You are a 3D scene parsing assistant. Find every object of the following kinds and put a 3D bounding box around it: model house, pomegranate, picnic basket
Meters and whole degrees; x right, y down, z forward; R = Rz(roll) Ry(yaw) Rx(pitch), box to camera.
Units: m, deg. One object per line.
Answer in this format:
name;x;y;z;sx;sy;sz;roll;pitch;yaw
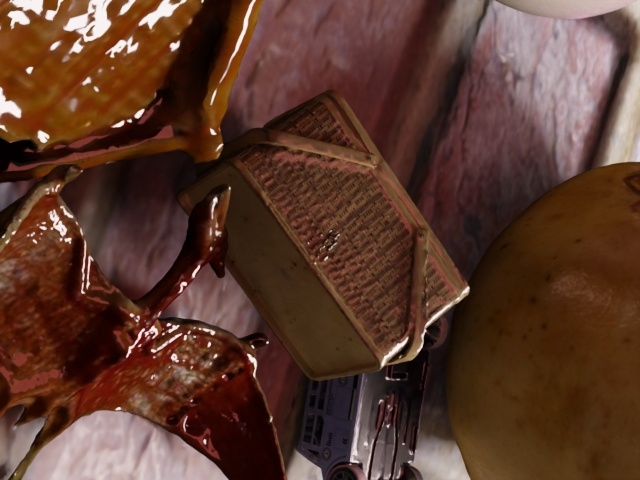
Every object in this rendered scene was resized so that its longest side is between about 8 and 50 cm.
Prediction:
model house;-0.124;-0.159;0.672;0.220;0.199;0.229;-30;157;6
pomegranate;0.256;0.105;1.010;0.332;0.332;0.332;-11;105;-43
picnic basket;0.000;0.000;0.810;0.079;0.115;0.164;-39;99;-25

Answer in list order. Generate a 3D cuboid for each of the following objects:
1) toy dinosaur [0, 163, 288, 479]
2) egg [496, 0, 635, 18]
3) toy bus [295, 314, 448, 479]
toy dinosaur;-0.101;0.085;0.742;0.207;0.113;0.327;-29;142;-21
egg;0.178;-0.241;0.925;0.217;0.183;0.183;5;94;-36
toy bus;0.031;0.109;0.927;0.073;0.076;0.167;11;88;-47
